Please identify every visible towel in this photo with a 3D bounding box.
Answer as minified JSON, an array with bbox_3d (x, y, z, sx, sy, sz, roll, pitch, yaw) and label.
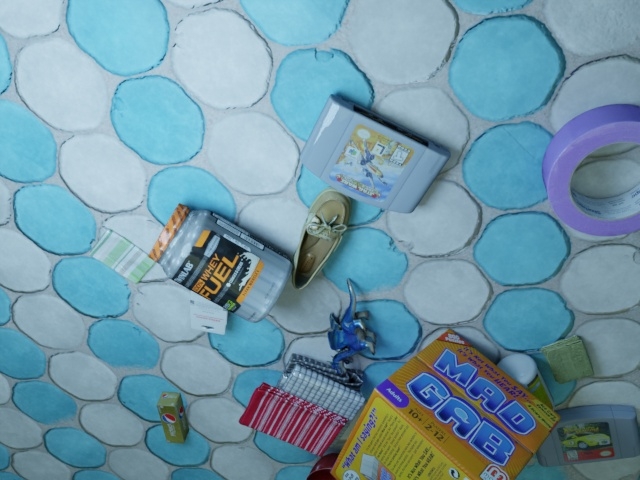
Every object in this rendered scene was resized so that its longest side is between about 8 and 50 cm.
[{"bbox_3d":[0.661,0.319,1.757,0.110,0.027,0.148,-21,118,21],"label":"towel"},{"bbox_3d":[-0.083,0.515,1.873,0.275,0.031,0.199,24,128,-6],"label":"towel"},{"bbox_3d":[-0.529,0.046,1.758,0.152,0.023,0.113,37,123,-17],"label":"towel"},{"bbox_3d":[-0.019,0.459,1.913,0.235,0.121,0.283,21,127,-4],"label":"towel"}]

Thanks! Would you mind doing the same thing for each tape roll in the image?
[{"bbox_3d":[0.618,-0.145,1.399,0.275,0.090,0.275,5,125,7],"label":"tape roll"}]

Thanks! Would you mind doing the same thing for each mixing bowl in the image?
[{"bbox_3d":[0.049,0.748,2.113,0.181,0.098,0.181,5,126,7],"label":"mixing bowl"}]

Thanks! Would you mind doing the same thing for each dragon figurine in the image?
[{"bbox_3d":[0.063,0.244,1.764,0.144,0.085,0.289,-11,124,16],"label":"dragon figurine"}]

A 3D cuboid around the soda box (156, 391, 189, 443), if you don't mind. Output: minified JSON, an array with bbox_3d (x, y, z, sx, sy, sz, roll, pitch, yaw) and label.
[{"bbox_3d":[-0.466,0.563,2.091,0.061,0.058,0.181,2,126,8],"label":"soda box"}]

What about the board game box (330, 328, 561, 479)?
[{"bbox_3d":[0.309,0.520,1.673,0.356,0.356,0.356,39,130,23],"label":"board game box"}]

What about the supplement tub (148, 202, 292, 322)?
[{"bbox_3d":[-0.245,0.051,1.612,0.316,0.193,0.193,30,124,-12],"label":"supplement tub"}]

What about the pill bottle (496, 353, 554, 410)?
[{"bbox_3d":[0.559,0.417,1.786,0.117,0.117,0.215,-20,119,22],"label":"pill bottle"}]

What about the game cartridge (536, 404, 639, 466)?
[{"bbox_3d":[0.759,0.560,1.898,0.294,0.060,0.196,-14,118,18],"label":"game cartridge"}]

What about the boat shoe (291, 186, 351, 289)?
[{"bbox_3d":[0.000,0.000,1.599,0.104,0.089,0.285,18,125,-3],"label":"boat shoe"}]

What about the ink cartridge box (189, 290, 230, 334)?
[{"bbox_3d":[-0.294,0.163,1.779,0.104,0.060,0.180,11,126,1],"label":"ink cartridge box"}]

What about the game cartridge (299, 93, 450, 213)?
[{"bbox_3d":[0.114,-0.180,1.478,0.297,0.062,0.198,24,121,-8],"label":"game cartridge"}]
